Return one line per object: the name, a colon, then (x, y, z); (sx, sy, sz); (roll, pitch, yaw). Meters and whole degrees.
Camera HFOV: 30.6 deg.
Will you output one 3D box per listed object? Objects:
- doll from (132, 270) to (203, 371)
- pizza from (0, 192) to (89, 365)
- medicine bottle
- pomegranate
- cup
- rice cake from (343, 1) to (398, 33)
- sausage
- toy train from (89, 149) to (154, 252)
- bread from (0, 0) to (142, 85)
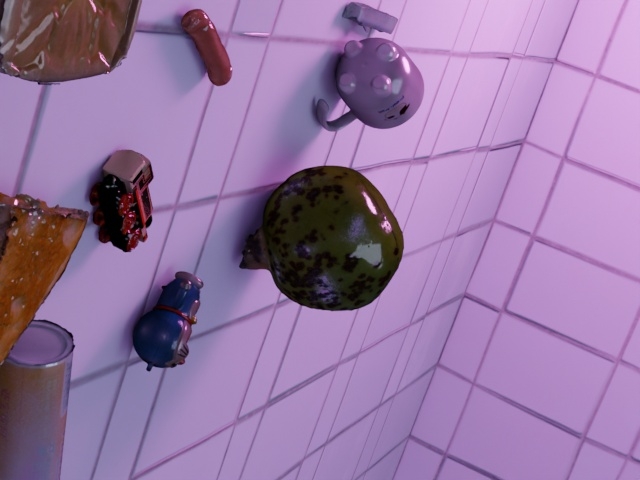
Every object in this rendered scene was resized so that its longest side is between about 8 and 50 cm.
doll: (-0.217, 0.121, 1.678); (0.114, 0.086, 0.152); (118, -5, -63)
pizza: (-0.361, 0.054, 1.207); (0.323, 0.089, 0.223); (-59, 166, -24)
medicine bottle: (-0.371, 0.297, 1.458); (0.108, 0.108, 0.426); (-36, 144, -55)
pomegranate: (0.000, 0.000, 1.897); (0.254, 0.271, 0.254); (174, -90, -82)
cup: (0.073, -0.265, 1.948); (0.142, 0.174, 0.134); (31, 53, -69)
rice cake: (0.085, -0.369, 1.956); (0.042, 0.030, 0.180); (-66, 160, 13)
sausage: (-0.144, -0.249, 1.491); (0.158, 0.036, 0.042); (63, 20, -67)
toy train: (-0.242, -0.046, 1.459); (0.087, 0.050, 0.138); (-57, 160, -33)
bread: (-0.254, -0.261, 1.080); (0.192, 0.110, 0.209); (-23, 134, -54)
